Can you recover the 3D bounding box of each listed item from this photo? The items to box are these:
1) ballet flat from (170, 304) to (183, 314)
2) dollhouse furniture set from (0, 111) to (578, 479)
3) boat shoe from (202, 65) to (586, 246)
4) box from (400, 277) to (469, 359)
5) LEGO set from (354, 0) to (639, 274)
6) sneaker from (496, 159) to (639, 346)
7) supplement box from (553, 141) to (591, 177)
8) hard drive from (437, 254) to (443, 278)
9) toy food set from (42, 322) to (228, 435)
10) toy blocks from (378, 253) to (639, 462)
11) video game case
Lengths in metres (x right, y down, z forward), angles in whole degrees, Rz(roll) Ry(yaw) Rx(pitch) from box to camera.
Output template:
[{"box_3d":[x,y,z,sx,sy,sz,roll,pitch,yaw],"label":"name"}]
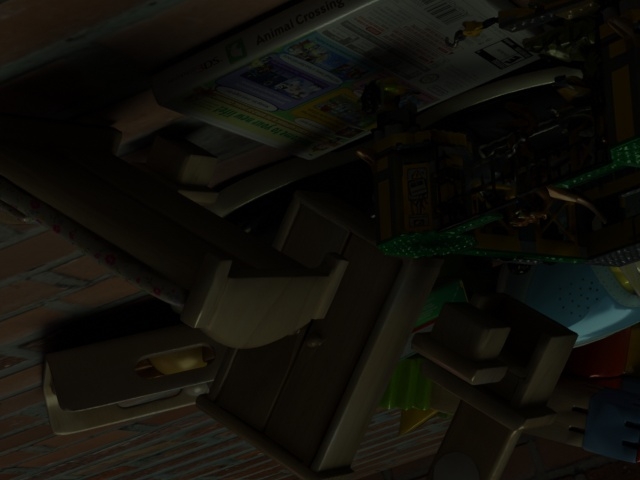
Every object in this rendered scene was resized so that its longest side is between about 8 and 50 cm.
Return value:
[{"box_3d":[-0.067,0.047,1.394,0.168,0.052,0.057,-25,164,29],"label":"ballet flat"},{"box_3d":[-0.067,0.069,0.915,0.355,0.303,0.173,2,114,-59],"label":"dollhouse furniture set"},{"box_3d":[0.081,-0.030,1.158,0.340,0.113,0.127,-19,166,8],"label":"boat shoe"},{"box_3d":[0.024,0.063,1.194,0.105,0.043,0.179,-22,-168,-26],"label":"box"},{"box_3d":[0.175,-0.107,0.904,0.255,0.192,0.331,3,166,-22],"label":"LEGO set"},{"box_3d":[0.257,-0.014,1.076,0.319,0.127,0.208,-39,-172,12],"label":"sneaker"},{"box_3d":[0.285,-0.032,1.329,0.111,0.114,0.220,12,155,-21],"label":"supplement box"},{"box_3d":[0.066,0.048,1.599,0.135,0.022,0.094,-16,165,-2],"label":"hard drive"},{"box_3d":[-0.155,0.145,1.532,0.220,0.092,0.306,-13,171,-14],"label":"toy food set"},{"box_3d":[0.242,0.108,1.480,0.261,0.190,0.381,12,-169,25],"label":"toy blocks"},{"box_3d":[0.026,-0.112,0.985,0.193,0.023,0.212,-23,165,21],"label":"video game case"}]
